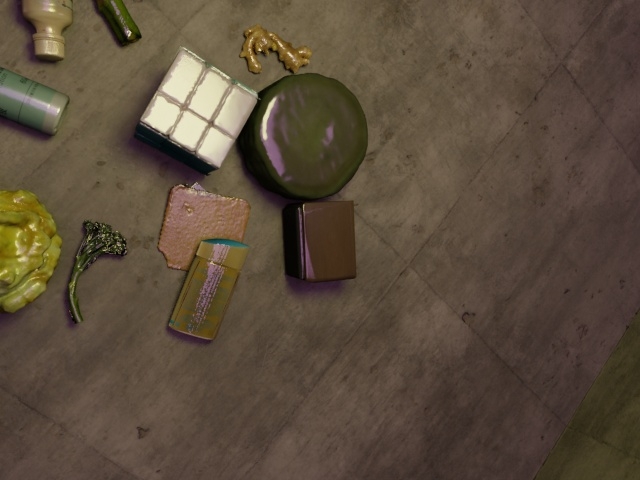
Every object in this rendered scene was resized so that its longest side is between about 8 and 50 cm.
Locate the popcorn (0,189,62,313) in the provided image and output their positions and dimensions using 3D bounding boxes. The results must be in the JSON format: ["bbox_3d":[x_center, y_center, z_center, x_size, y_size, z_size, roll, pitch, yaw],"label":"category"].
[{"bbox_3d":[-0.737,0.008,1.223,0.279,0.274,0.335,26,82,-25],"label":"popcorn"}]

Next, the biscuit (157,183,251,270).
[{"bbox_3d":[-0.327,-0.022,1.523,0.232,0.013,0.236,13,95,-23],"label":"biscuit"}]

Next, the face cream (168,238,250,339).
[{"bbox_3d":[-0.307,0.126,1.511,0.139,0.067,0.284,21,90,-24],"label":"face cream"}]

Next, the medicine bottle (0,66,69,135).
[{"bbox_3d":[-0.786,-0.363,1.270,0.352,0.110,0.110,21,84,-23],"label":"medicine bottle"}]

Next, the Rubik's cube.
[{"bbox_3d":[-0.327,-0.322,1.406,0.225,0.231,0.221,29,81,-21],"label":"Rubik's cube"}]

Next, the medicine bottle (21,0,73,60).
[{"bbox_3d":[-0.661,-0.568,1.312,0.114,0.114,0.252,-2,93,-23],"label":"medicine bottle"}]

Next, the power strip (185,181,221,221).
[{"bbox_3d":[-0.329,-0.114,1.528,0.136,0.019,0.051,45,78,-19],"label":"power strip"}]

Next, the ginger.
[{"bbox_3d":[-0.132,-0.555,1.574,0.193,0.053,0.176,-41,112,-15],"label":"ginger"}]

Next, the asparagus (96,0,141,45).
[{"bbox_3d":[-0.551,-0.636,1.389,0.067,0.060,0.277,-25,103,-1],"label":"asparagus"}]

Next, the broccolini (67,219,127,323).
[{"bbox_3d":[-0.579,0.085,1.408,0.123,0.062,0.271,11,82,-8],"label":"broccolini"}]

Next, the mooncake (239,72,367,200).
[{"bbox_3d":[-0.050,-0.289,1.549,0.357,0.194,0.356,-3,98,-23],"label":"mooncake"}]

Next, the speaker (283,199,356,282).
[{"bbox_3d":[0.000,0.000,1.604,0.193,0.153,0.230,-4,94,-24],"label":"speaker"}]
